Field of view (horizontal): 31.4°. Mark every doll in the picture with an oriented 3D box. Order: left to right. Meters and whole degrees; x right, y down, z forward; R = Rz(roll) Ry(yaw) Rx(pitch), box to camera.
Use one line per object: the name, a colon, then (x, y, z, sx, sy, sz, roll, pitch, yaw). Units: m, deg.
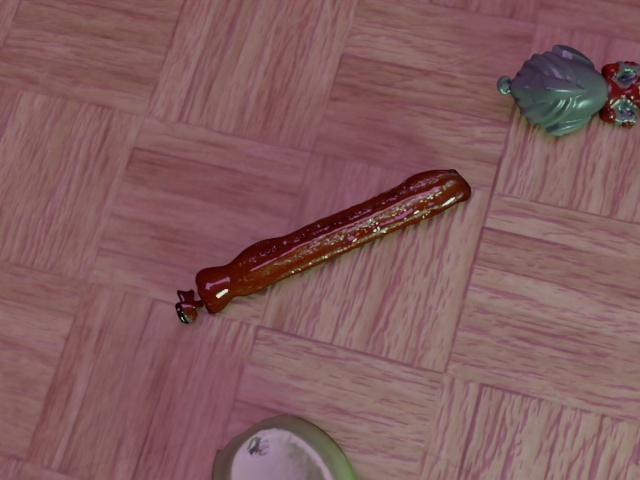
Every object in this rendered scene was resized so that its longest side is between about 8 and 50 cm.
doll: (0.270, -0.154, 1.179, 0.180, 0.079, 0.094, 2, 97, -3)

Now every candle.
candle: (0.000, 0.000, 1.189, 0.329, 0.048, 0.051, -24, 84, 1)

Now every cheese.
cheese: (-0.011, 0.278, 1.097, 0.137, 0.064, 0.227, -35, 72, -1)
